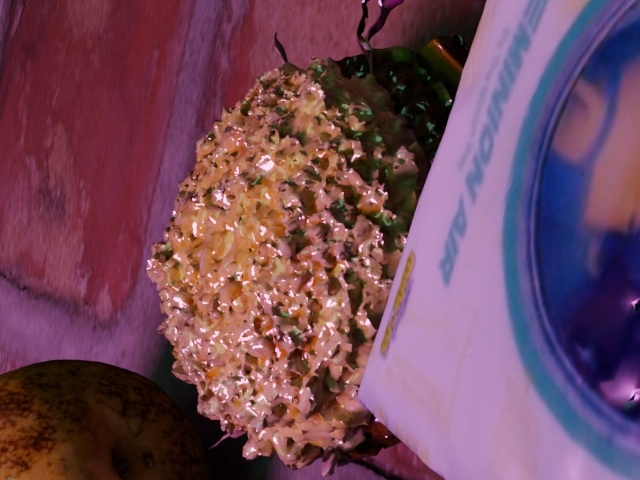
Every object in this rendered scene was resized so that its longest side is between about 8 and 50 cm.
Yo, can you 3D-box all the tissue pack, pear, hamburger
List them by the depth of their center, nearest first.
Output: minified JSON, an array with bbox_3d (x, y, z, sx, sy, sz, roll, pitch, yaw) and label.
[{"bbox_3d":[0.189,0.019,0.417,0.388,0.162,0.287,35,110,57],"label":"tissue pack"},{"bbox_3d":[0.000,0.000,0.709,0.243,0.138,0.262,-27,62,47],"label":"hamburger"},{"bbox_3d":[-0.165,0.166,0.831,0.197,0.197,0.197,-17,68,50],"label":"pear"}]
